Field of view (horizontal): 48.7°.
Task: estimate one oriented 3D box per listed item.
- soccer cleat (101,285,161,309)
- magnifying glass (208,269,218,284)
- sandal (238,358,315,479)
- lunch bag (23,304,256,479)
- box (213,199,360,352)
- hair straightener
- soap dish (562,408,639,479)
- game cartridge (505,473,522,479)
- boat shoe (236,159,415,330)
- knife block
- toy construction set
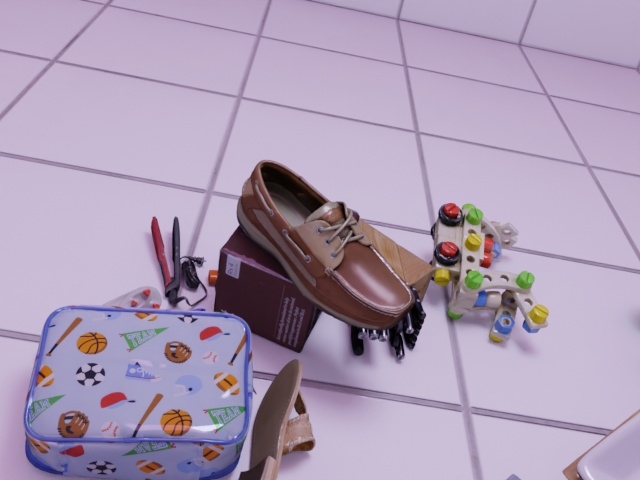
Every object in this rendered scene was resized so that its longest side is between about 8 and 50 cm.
[{"bbox_3d":[-0.336,0.131,1.094,0.196,0.068,0.076,-29,9,-29],"label":"soccer cleat"},{"bbox_3d":[-0.088,0.073,1.291,0.230,0.026,0.092,5,36,-16],"label":"magnifying glass"},{"bbox_3d":[-0.047,0.282,0.982,0.079,0.088,0.240,40,38,-18],"label":"sandal"},{"bbox_3d":[-0.233,0.196,0.962,0.303,0.115,0.243,6,43,-12],"label":"lunch bag"},{"bbox_3d":[-0.057,0.039,1.187,0.167,0.168,0.203,23,47,8],"label":"box"},{"bbox_3d":[-0.245,0.035,1.265,0.089,0.047,0.230,-2,38,-21],"label":"hair straightener"},{"bbox_3d":[0.508,0.357,0.929,0.229,0.118,0.291,-38,48,1],"label":"soap dish"},{"bbox_3d":[0.289,0.373,0.998,0.056,0.017,0.083,-25,49,-37],"label":"game cartridge"},{"bbox_3d":[0.000,0.000,1.036,0.324,0.120,0.122,38,50,19],"label":"boat shoe"},{"bbox_3d":[0.078,0.088,1.265,0.275,0.088,0.242,35,39,28],"label":"knife block"},{"bbox_3d":[0.316,0.038,1.361,0.215,0.151,0.328,14,34,0],"label":"toy construction set"}]
